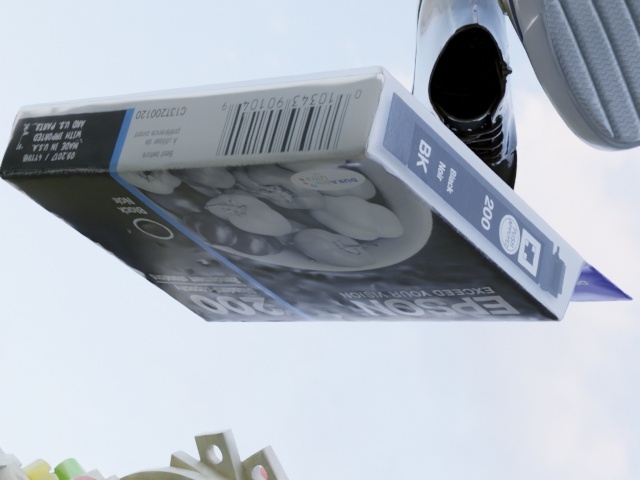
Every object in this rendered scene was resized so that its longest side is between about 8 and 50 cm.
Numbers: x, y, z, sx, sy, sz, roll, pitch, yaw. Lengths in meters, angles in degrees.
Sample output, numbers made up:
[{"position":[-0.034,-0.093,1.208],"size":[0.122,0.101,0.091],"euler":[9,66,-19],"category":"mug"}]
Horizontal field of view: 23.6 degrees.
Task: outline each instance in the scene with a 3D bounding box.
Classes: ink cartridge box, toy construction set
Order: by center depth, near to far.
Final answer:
[{"position":[0.000,0.000,0.674],"size":[0.206,0.045,0.208],"euler":[-2,-26,40],"category":"ink cartridge box"},{"position":[-0.192,0.212,1.164],"size":[0.151,0.327,0.215],"euler":[56,-50,31],"category":"toy construction set"}]

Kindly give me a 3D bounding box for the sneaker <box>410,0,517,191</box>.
[{"position":[0.099,-0.075,1.093],"size":[0.083,0.118,0.222],"euler":[-5,-60,6],"category":"sneaker"}]

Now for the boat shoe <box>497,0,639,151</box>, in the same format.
[{"position":[0.148,-0.203,0.994],"size":[0.302,0.109,0.094],"euler":[70,-18,-8],"category":"boat shoe"}]
